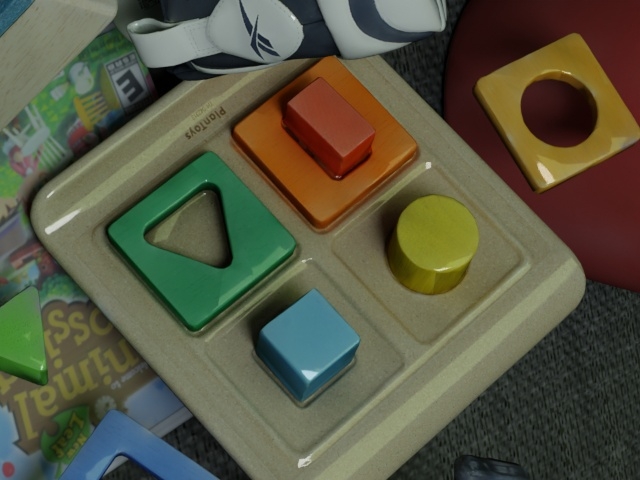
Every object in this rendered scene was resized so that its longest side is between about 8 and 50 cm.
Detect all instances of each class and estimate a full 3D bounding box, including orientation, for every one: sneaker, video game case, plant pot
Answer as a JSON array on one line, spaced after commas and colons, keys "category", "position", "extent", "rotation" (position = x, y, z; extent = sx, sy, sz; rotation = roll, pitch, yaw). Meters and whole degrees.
[{"category": "sneaker", "position": [-0.032, -0.145, 0.673], "extent": [0.235, 0.153, 0.094], "rotation": [-93, 165, -46]}, {"category": "video game case", "position": [-0.137, 0.023, 0.698], "extent": [0.212, 0.023, 0.193], "rotation": [-32, 109, -36]}, {"category": "plant pot", "position": [0.220, -0.081, 0.859], "extent": [0.275, 0.243, 0.275], "rotation": [1, 88, -40]}]

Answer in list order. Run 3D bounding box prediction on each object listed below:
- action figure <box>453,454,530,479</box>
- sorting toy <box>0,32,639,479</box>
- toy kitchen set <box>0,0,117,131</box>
[{"category": "action figure", "position": [0.028, 0.244, 0.788], "extent": [0.330, 0.178, 0.341], "rotation": [28, 101, -30]}, {"category": "sorting toy", "position": [0.000, 0.000, 0.685], "extent": [0.348, 0.047, 0.196], "rotation": [-40, 82, -18]}, {"category": "toy kitchen set", "position": [-0.193, -0.159, 0.606], "extent": [0.166, 0.122, 0.207], "rotation": [10, 56, -39]}]
